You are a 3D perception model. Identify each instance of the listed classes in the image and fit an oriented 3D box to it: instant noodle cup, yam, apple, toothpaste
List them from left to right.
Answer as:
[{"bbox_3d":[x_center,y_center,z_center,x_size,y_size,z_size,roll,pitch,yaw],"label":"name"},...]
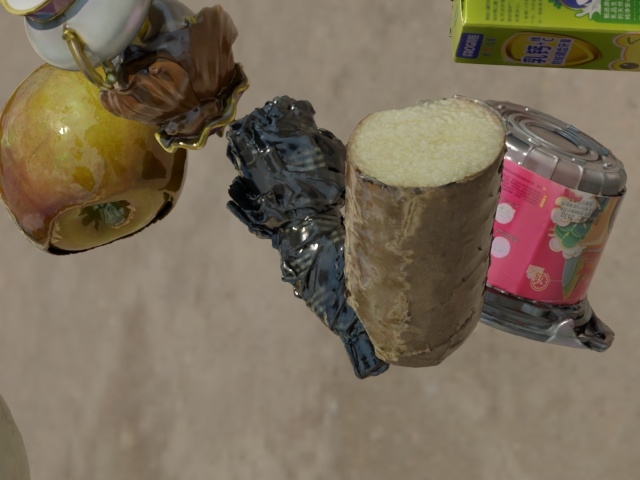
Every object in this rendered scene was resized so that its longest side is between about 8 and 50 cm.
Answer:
[{"bbox_3d":[-0.258,-0.091,2.146,0.237,0.237,0.207,-63,35,41],"label":"apple"},{"bbox_3d":[0.085,-0.007,1.613,0.238,0.129,0.128,88,-157,-50],"label":"yam"},{"bbox_3d":[0.207,-0.034,2.017,0.181,0.302,0.258,-66,-4,20],"label":"instant noodle cup"},{"bbox_3d":[0.290,-0.216,1.856,0.110,0.327,0.077,96,176,-77],"label":"toothpaste"}]

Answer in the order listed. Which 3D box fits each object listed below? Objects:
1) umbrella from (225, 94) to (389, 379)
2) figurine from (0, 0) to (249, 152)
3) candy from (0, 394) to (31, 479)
[{"bbox_3d":[0.009,-0.007,2.214,0.336,0.154,0.128,54,167,7],"label":"umbrella"},{"bbox_3d":[-0.174,-0.188,1.814,0.142,0.263,0.189,-23,50,30],"label":"figurine"},{"bbox_3d":[-0.422,0.161,1.570,0.386,0.427,0.186,-9,51,25],"label":"candy"}]
